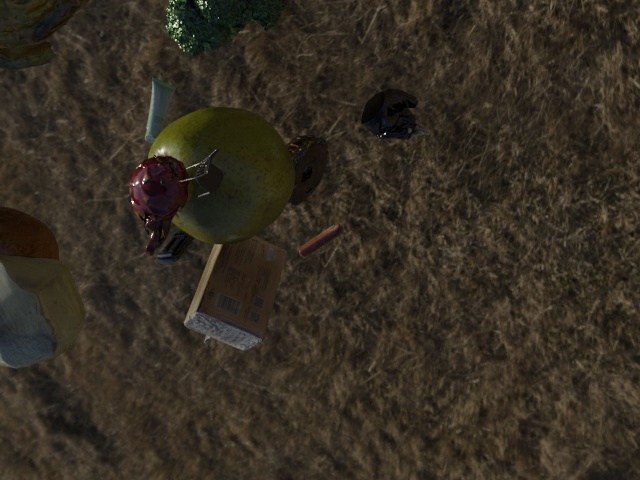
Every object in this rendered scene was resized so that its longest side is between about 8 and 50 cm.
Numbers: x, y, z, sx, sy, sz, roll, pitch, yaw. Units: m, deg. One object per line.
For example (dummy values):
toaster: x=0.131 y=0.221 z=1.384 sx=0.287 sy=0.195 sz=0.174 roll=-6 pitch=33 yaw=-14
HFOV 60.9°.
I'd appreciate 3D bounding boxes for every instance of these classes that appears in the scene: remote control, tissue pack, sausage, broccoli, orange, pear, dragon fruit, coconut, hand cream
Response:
remote control: x=-0.283 y=-0.028 z=1.182 sx=0.059 sy=0.212 sz=0.028 roll=-9 pitch=128 yaw=32
tissue pack: x=-0.263 y=0.154 z=1.641 sx=0.238 sy=0.306 sz=0.239 roll=9 pitch=146 yaw=6
sausage: x=0.000 y=0.000 z=1.473 sx=0.147 sy=0.035 sz=0.030 roll=-32 pitch=131 yaw=21
broccoli: x=-0.274 y=-0.721 z=1.549 sx=0.321 sy=0.414 sz=0.310 roll=-9 pitch=153 yaw=29
orange: x=-0.726 y=0.054 z=1.211 sx=0.264 sy=0.264 sz=0.264 roll=13 pitch=126 yaw=19
pear: x=-0.194 y=-0.127 z=1.063 sx=0.294 sy=0.294 sz=0.294 roll=13 pitch=126 yaw=19
dragon fruit: x=-0.267 y=-0.060 z=0.877 sx=0.094 sy=0.094 sz=0.191 roll=30 pitch=127 yaw=6
coconut: x=-0.564 y=0.123 z=1.026 sx=0.224 sy=0.224 sz=0.224 roll=13 pitch=126 yaw=19
hand cream: x=-0.506 y=-0.404 z=1.702 sx=0.078 sy=0.205 sz=0.050 roll=17 pitch=162 yaw=-36

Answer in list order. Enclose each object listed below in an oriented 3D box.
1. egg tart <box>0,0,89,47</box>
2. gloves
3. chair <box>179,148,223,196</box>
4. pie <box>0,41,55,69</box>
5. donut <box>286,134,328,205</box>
egg tart: x=-0.478 y=-0.446 z=0.768 sx=0.351 sy=0.340 sz=0.153 roll=18 pitch=176 yaw=-20
gloves: x=0.234 y=-0.355 z=1.596 sx=0.203 sy=0.164 sz=0.124 roll=27 pitch=-178 yaw=-37
chair: x=-0.144 y=-0.084 z=0.702 sx=0.042 sy=0.037 sz=0.086 roll=32 pitch=154 yaw=-29
pie: x=-0.717 y=-0.465 z=1.145 sx=0.302 sy=0.302 sz=0.067 roll=39 pitch=129 yaw=-2
donut: x=-0.066 y=-0.228 z=1.712 sx=0.089 sy=0.235 sz=0.235 roll=32 pitch=131 yaw=21
